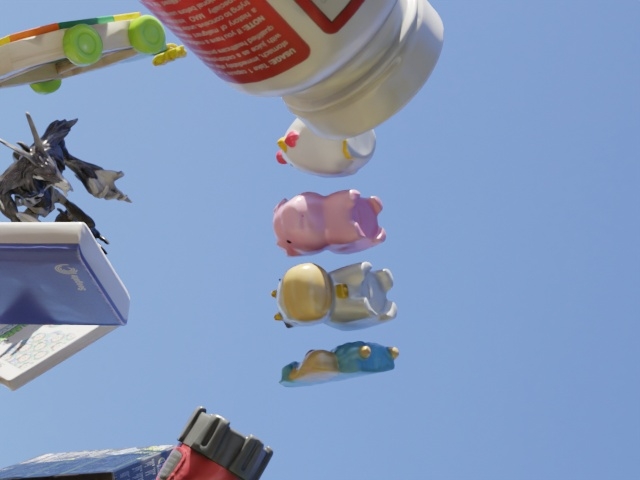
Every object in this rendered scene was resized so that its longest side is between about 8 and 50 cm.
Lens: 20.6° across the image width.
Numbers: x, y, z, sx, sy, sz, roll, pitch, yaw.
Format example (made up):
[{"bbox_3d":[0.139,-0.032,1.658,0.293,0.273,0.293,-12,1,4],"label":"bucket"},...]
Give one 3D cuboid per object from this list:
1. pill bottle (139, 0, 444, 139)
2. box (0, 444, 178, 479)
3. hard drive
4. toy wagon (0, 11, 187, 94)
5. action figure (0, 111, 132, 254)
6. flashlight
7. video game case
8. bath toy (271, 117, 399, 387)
[{"bbox_3d":[-0.068,-0.283,1.648,0.229,0.229,0.407,10,-27,51],"label":"pill bottle"},{"bbox_3d":[-0.328,0.328,2.383,0.216,0.270,0.060,-5,-90,14],"label":"box"},{"bbox_3d":[-0.379,0.037,1.843,0.210,0.318,0.040,72,20,-65],"label":"hard drive"},{"bbox_3d":[-0.339,-0.266,2.512,0.267,0.344,0.068,-13,-87,44],"label":"toy wagon"},{"bbox_3d":[-0.318,-0.041,2.181,0.141,0.164,0.276,28,-25,19],"label":"action figure"},{"bbox_3d":[-0.168,0.332,1.899,0.103,0.304,0.103,26,-10,21],"label":"flashlight"},{"bbox_3d":[-0.324,0.110,2.030,0.143,0.157,0.019,18,-47,52],"label":"video game case"},{"bbox_3d":[0.000,0.000,2.141,0.129,0.151,0.348,-16,-111,34],"label":"bath toy"}]
